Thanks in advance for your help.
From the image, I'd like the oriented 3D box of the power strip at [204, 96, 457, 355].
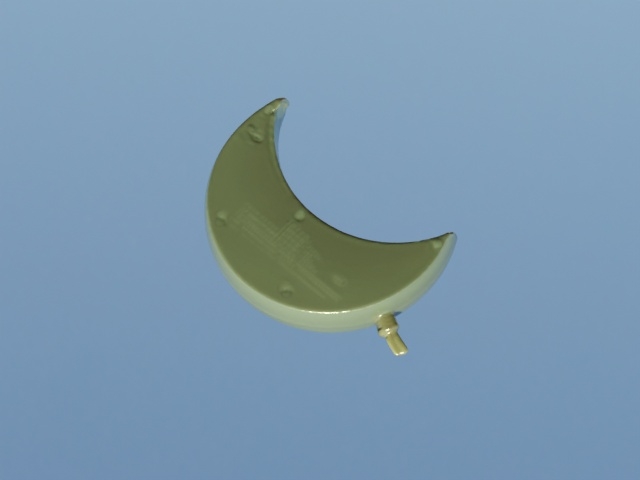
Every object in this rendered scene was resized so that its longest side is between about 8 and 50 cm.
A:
[{"bbox_3d":[0.000,0.000,1.690,0.253,0.054,0.167,42,-104,19],"label":"power strip"}]
